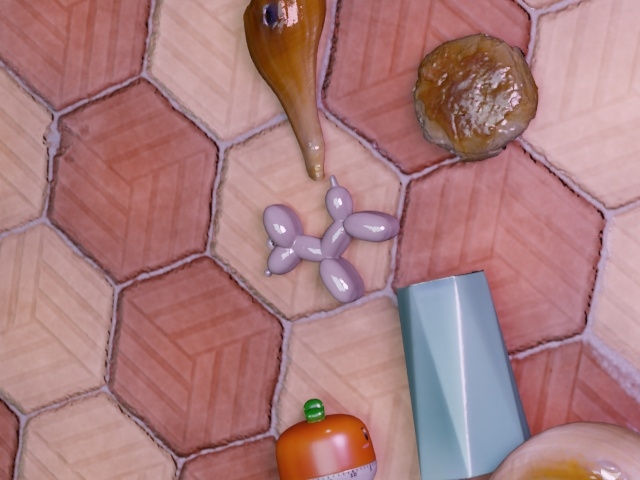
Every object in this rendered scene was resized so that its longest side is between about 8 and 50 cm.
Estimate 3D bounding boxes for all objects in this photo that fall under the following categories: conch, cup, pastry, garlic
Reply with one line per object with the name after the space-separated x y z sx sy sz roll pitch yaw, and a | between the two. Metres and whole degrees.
-0.042 -0.234 1.738 0.109 0.093 0.330 -6 96 16 | conch
0.167 0.158 1.678 0.148 0.134 0.236 -12 89 42 | cup
0.180 -0.170 1.659 0.153 0.081 0.153 4 100 26 | pastry
0.307 0.348 1.573 0.313 0.286 0.249 -17 54 43 | garlic

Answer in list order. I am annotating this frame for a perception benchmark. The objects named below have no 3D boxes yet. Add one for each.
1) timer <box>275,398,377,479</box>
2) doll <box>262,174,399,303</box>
0.004 0.261 1.784 0.136 0.099 0.136 -1 85 15 | timer
0.000 0.000 1.769 0.160 0.059 0.161 35 109 15 | doll
